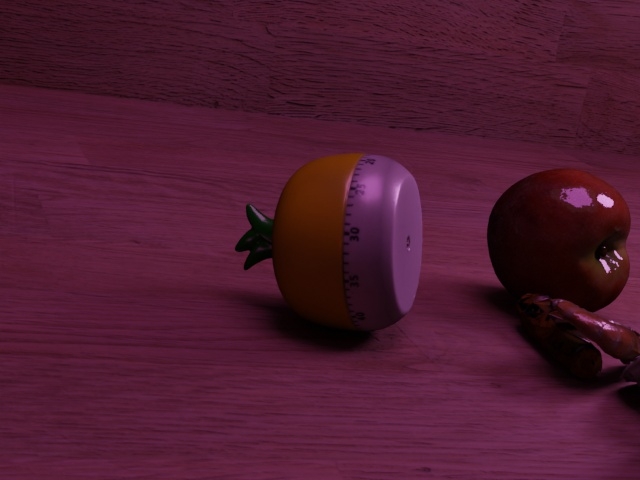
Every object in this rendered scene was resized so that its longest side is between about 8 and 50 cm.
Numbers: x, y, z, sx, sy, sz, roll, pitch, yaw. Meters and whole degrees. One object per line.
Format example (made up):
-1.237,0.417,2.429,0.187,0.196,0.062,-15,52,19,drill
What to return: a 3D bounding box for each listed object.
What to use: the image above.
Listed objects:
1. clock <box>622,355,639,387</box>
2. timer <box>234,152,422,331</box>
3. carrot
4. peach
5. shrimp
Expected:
0.544,0.170,1.692,0.236,0.236,0.053,-2,64,-37,clock
0.000,0.000,1.770,0.285,0.285,0.285,10,16,-3,timer
0.361,0.142,1.836,0.068,0.069,0.229,6,18,-15,carrot
0.396,0.002,2.013,0.252,0.253,0.252,10,16,-3,peach
0.411,0.136,1.774,0.133,0.053,0.236,23,-2,41,shrimp
